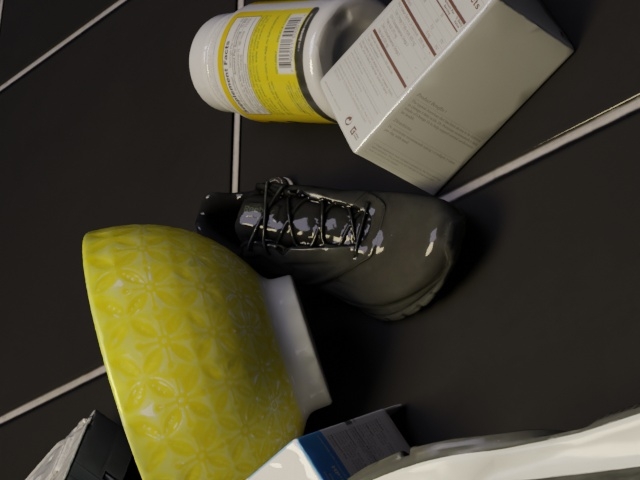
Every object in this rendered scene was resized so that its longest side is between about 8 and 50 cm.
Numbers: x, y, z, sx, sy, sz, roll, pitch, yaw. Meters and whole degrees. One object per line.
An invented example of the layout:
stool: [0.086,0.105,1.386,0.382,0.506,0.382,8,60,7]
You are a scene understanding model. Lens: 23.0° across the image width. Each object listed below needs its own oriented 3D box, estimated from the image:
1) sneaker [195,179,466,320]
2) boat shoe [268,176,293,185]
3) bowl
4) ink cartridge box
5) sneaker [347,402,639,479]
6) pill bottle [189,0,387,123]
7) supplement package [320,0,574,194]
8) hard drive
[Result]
sneaker: [0.000,0.000,1.353,0.286,0.130,0.109,-5,63,47]
boat shoe: [-0.072,-0.011,1.517,0.125,0.038,0.046,-54,39,13]
bowl: [-0.080,0.106,1.324,0.156,0.289,0.289,-18,47,-1]
ink cartridge box: [0.008,0.191,1.232,0.104,0.180,0.060,-43,73,26]
sneaker: [0.149,0.261,0.994,0.448,0.169,0.257,-24,51,37]
pill bottle: [-0.026,-0.170,1.490,0.208,0.119,0.119,7,75,51]
supplement package: [0.105,-0.148,1.335,0.179,0.105,0.105,-46,41,21]
hard drive: [-0.315,0.338,1.498,0.339,0.064,0.237,-47,12,20]
